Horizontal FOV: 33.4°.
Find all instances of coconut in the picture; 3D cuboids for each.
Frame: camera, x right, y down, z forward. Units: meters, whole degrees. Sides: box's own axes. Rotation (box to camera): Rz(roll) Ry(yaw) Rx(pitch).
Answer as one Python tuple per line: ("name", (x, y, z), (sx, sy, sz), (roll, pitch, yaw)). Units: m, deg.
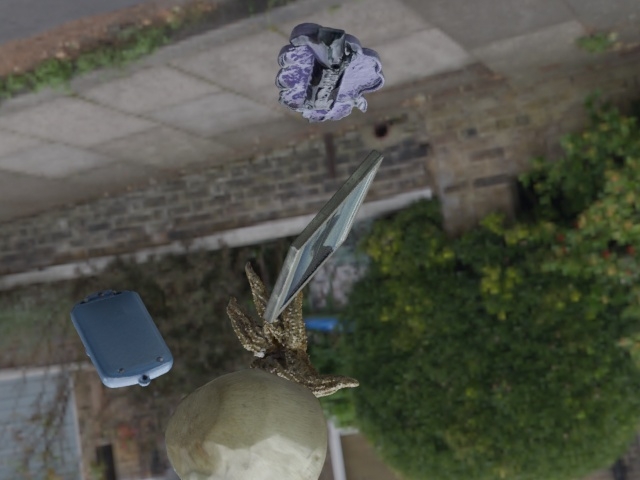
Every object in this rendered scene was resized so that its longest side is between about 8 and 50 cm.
("coconut", (-0.091, 0.281, 1.441), (0.224, 0.224, 0.224), (-8, 173, -1))

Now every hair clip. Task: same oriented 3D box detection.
("hair clip", (0.011, -0.178, 1.202), (0.124, 0.052, 0.195), (7, 159, -2))

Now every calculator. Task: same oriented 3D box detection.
("calculator", (-0.321, 0.156, 1.721), (0.121, 0.210, 0.039), (-16, 139, -26))

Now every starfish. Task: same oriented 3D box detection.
("starfish", (-0.098, 0.183, 1.984), (0.301, 0.294, 0.084), (-24, 154, 20))

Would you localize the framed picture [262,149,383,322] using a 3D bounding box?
("framed picture", (0.000, 0.000, 1.160), (0.150, 0.015, 0.203), (-48, 172, -27))
